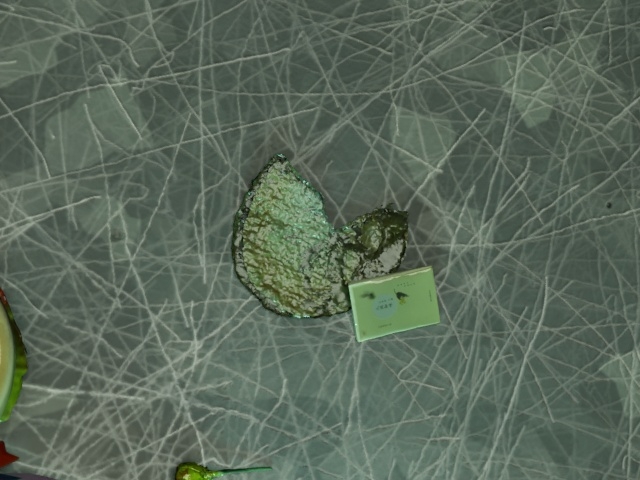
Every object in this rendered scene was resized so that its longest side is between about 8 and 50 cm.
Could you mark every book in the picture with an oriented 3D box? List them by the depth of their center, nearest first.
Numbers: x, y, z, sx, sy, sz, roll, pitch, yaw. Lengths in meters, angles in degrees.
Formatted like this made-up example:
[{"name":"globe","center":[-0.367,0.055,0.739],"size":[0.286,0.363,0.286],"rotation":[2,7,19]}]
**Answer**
[{"name":"book","center":[0.092,0.078,1.840],"size":[0.110,0.014,0.077],"rotation":[-12,107,-11]}]

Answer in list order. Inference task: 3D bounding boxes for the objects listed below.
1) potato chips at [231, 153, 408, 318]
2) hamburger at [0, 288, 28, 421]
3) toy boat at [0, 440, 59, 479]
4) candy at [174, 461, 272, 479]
[{"name":"potato chips","center":[-0.001,0.001,1.848],"size":[0.219,0.029,0.202],"rotation":[8,81,-5]},{"name":"hamburger","center":[-0.480,0.136,1.658],"size":[0.302,0.170,0.302],"rotation":[5,77,-22]},{"name":"toy boat","center":[-0.268,0.350,1.708],"size":[0.219,0.072,0.318],"rotation":[-2,41,-41]},{"name":"candy","center":[-0.117,0.281,1.786],"size":[0.122,0.035,0.035],"rotation":[-5,92,-19]}]
